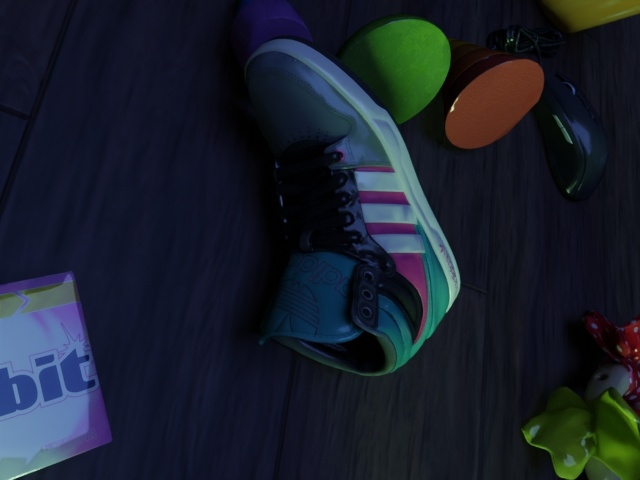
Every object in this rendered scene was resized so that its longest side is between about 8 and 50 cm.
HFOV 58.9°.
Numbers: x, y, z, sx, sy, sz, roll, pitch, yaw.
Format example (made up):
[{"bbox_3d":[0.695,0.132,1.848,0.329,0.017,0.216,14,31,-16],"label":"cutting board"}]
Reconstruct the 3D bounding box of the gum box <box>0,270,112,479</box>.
[{"bbox_3d":[-0.227,0.091,0.311,0.188,0.062,0.107,-12,86,-37],"label":"gum box"}]

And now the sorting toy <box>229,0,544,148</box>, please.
[{"bbox_3d":[0.069,-0.197,0.590,0.365,0.127,0.126,3,48,-33],"label":"sorting toy"}]

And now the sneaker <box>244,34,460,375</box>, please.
[{"bbox_3d":[0.000,0.000,0.457,0.295,0.124,0.178,55,47,-20],"label":"sneaker"}]

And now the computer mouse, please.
[{"bbox_3d":[0.320,-0.181,0.770,0.184,0.060,0.262,-9,84,-38],"label":"computer mouse"}]

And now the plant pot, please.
[{"bbox_3d":[0.423,-0.402,0.817,0.205,0.188,0.205,9,73,-33],"label":"plant pot"}]

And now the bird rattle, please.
[{"bbox_3d":[0.355,0.211,0.694,0.253,0.143,0.207,-41,116,-48],"label":"bird rattle"}]
